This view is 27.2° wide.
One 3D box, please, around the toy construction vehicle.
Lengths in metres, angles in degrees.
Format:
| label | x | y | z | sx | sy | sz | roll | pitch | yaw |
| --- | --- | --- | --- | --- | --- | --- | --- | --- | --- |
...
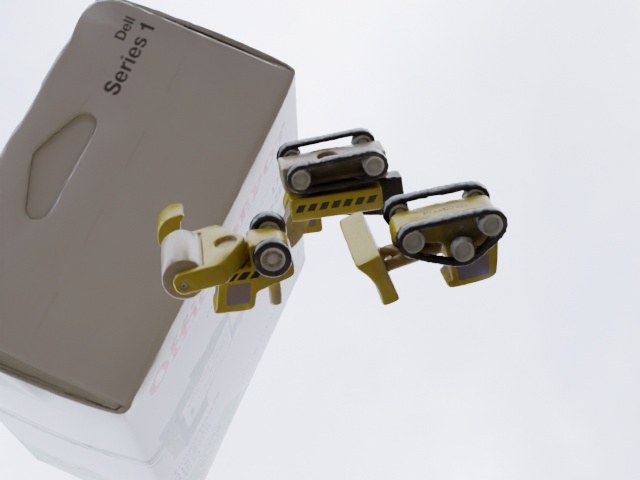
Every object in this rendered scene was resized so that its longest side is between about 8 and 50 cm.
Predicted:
| label | x | y | z | sx | sy | sz | roll | pitch | yaw |
| --- | --- | --- | --- | --- | --- | --- | --- | --- | --- |
| toy construction vehicle | 0.000 | 0.000 | 0.404 | 0.098 | 0.086 | 0.035 | -13 | -64 | -6 |

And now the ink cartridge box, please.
| label | x | y | z | sx | sy | sz | roll | pitch | yaw |
| --- | --- | --- | --- | --- | --- | --- | --- | --- | --- |
| ink cartridge box | -0.078 | 0.020 | 0.593 | 0.092 | 0.219 | 0.160 | 22 | -109 | 8 |
